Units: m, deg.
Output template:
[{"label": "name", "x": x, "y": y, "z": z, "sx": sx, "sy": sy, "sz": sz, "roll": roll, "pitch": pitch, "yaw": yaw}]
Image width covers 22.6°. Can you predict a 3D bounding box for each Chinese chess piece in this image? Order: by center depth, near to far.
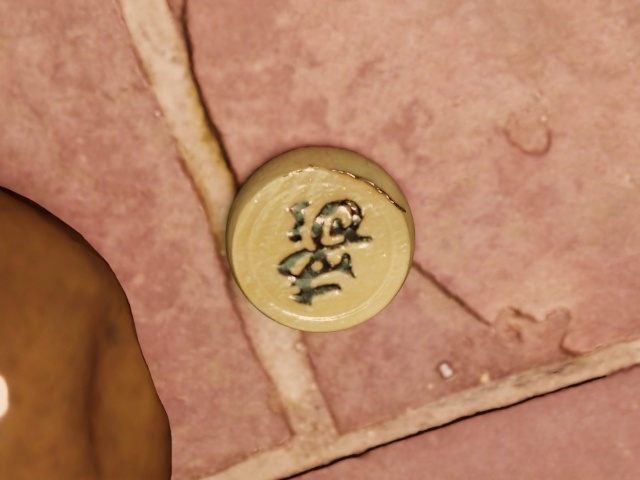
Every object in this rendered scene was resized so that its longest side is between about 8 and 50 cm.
[{"label": "Chinese chess piece", "x": 0.000, "y": 0.000, "z": 1.207, "sx": 0.144, "sy": 0.058, "sz": 0.144, "roll": -1, "pitch": 111, "yaw": -1}]

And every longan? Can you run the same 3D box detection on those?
[{"label": "longan", "x": -0.256, "y": 0.112, "z": 1.134, "sx": 0.288, "sy": 0.288, "sz": 0.350, "roll": -24, "pitch": 119, "yaw": 8}]
